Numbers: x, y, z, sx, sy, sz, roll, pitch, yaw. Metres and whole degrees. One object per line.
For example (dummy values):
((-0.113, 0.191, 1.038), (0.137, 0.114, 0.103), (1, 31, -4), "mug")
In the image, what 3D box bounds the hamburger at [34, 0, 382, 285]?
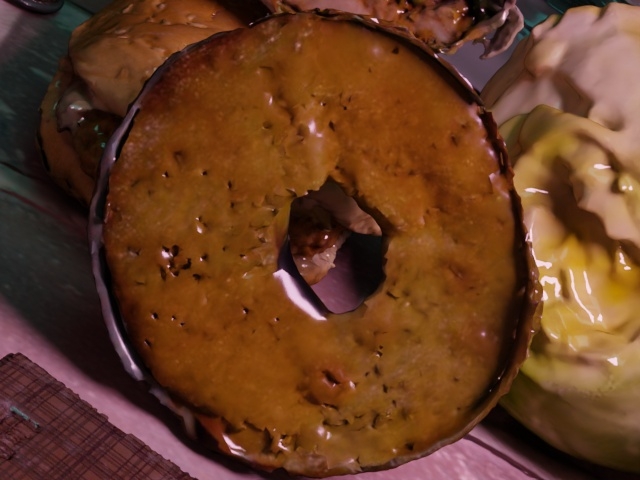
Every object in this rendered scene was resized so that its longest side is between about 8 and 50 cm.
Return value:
((-0.053, -0.081, 1.164), (0.259, 0.144, 0.283), (29, 31, -6), "hamburger")

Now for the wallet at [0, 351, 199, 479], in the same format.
((-0.099, 0.148, 0.864), (0.230, 0.042, 0.124), (37, 26, 6), "wallet")

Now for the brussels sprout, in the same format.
((0.234, -0.002, 1.172), (0.344, 0.268, 0.344), (18, 58, -33), "brussels sprout")

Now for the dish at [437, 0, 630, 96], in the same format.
((0.233, -0.209, 1.680), (0.316, 0.106, 0.316), (24, 30, -15), "dish")

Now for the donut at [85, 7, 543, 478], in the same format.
((0.000, 0.000, 0.986), (0.272, 0.272, 0.107), (30, 11, -5), "donut")

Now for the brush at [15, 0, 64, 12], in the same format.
((-0.300, -0.262, 1.317), (0.266, 0.027, 0.062), (38, 29, 11), "brush")

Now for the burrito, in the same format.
((0.009, -0.205, 1.182), (0.175, 0.107, 0.347), (8, 20, -15), "burrito")
